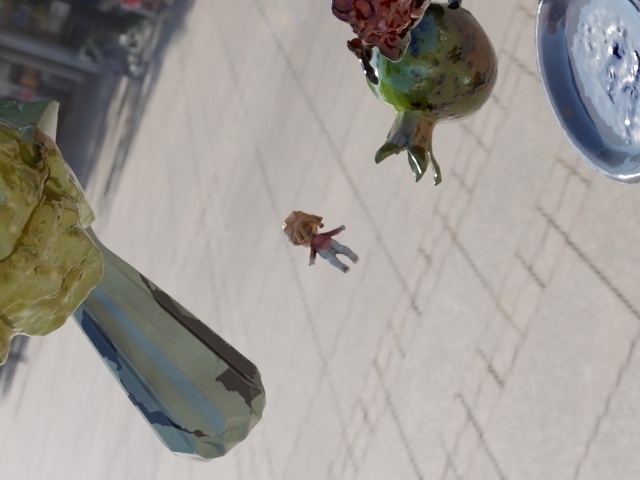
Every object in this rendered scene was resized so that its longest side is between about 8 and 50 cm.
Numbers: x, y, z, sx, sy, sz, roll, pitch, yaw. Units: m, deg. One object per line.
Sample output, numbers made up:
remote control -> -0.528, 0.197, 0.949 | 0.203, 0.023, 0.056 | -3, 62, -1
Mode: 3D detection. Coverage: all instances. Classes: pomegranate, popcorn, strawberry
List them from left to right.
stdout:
popcorn -> -0.248, -0.013, 0.971 | 0.185, 0.167, 0.187 | -122, 9, -67
strawberry -> 0.011, -0.221, 0.888 | 0.087, 0.208, 0.167 | -30, 30, 25
pomegranate -> 0.124, -0.175, 1.582 | 0.156, 0.156, 0.220 | 131, 148, -62

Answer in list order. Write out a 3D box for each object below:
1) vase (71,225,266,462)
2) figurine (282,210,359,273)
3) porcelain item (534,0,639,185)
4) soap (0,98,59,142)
vase -> -0.227, 0.120, 1.775 | 0.165, 0.360, 0.165 | -37, 16, 13
figurine -> 0.000, 0.000, 1.603 | 0.064, 0.109, 0.047 | -45, -37, -14
porcelain item -> 0.215, -0.115, 0.839 | 0.147, 0.114, 0.147 | 51, 151, 43
soap -> -0.379, -0.052, 1.454 | 0.138, 0.182, 0.199 | -96, 15, -66
